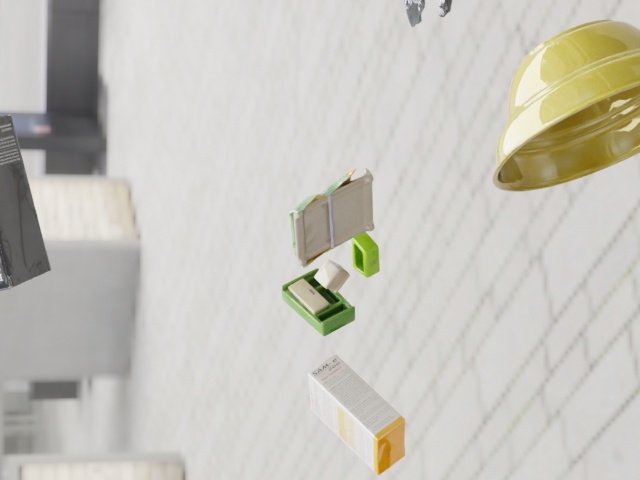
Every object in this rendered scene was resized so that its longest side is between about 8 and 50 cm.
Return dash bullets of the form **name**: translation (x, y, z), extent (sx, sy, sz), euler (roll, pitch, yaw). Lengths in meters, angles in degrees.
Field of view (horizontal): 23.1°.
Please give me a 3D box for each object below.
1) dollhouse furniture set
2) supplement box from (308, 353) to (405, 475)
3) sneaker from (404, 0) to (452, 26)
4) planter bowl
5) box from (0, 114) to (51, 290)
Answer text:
- **dollhouse furniture set**: translation (0.000, 0.000, 1.233), extent (0.058, 0.076, 0.152), euler (43, 150, 38)
- **supplement box**: translation (0.034, 0.159, 1.437), extent (0.098, 0.036, 0.062), euler (42, 153, 30)
- **sneaker**: translation (0.054, -0.247, 1.125), extent (0.170, 0.051, 0.089), euler (65, 162, 13)
- **planter bowl**: translation (0.234, -0.131, 1.369), extent (0.217, 0.217, 0.090), euler (122, 130, -65)
- **box**: translation (-0.451, -0.020, 1.727), extent (0.103, 0.261, 0.184), euler (-25, -77, -70)
